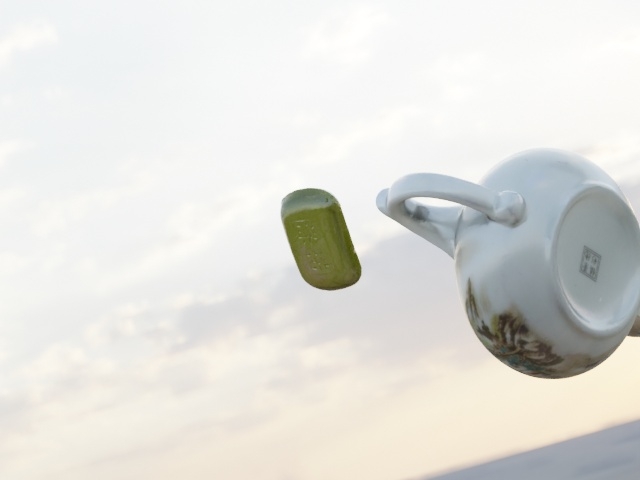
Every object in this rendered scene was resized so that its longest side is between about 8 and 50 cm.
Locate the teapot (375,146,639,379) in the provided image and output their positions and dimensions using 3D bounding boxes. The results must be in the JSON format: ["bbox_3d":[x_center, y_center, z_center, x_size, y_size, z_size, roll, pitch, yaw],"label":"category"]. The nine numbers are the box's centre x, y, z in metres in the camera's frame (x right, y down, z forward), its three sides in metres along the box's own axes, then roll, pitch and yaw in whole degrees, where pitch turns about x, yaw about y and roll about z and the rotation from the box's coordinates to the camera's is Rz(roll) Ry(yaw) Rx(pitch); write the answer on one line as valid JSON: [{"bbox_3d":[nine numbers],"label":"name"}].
[{"bbox_3d":[0.188,0.015,1.436,0.298,0.204,0.139,38,-25,-32],"label":"teapot"}]

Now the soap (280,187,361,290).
[{"bbox_3d":[-0.001,0.000,2.009,0.089,0.140,0.045,-7,21,36],"label":"soap"}]

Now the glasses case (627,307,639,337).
[{"bbox_3d":[0.430,0.068,1.842,0.204,0.051,0.081,-11,-36,3],"label":"glasses case"}]
